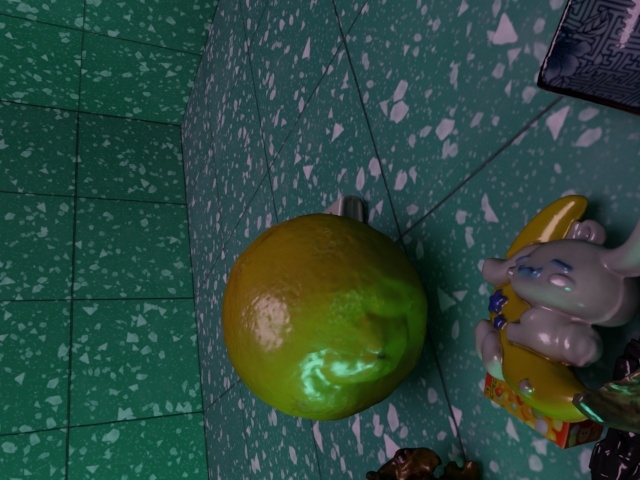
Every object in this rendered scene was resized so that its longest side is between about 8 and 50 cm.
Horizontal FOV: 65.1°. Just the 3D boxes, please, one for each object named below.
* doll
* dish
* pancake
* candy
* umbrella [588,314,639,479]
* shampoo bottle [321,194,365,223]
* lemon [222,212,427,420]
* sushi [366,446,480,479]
[{"bbox_3d":[0.252,0.059,0.534,0.252,0.111,0.237,-148,80,-81],"label":"doll"},{"bbox_3d":[0.332,-0.237,0.459,0.182,0.080,0.243,47,127,54],"label":"dish"},{"bbox_3d":[0.297,0.076,0.414,0.020,0.184,0.191,-68,-34,-77],"label":"pancake"},{"bbox_3d":[0.258,0.190,0.589,0.122,0.062,0.038,27,113,60],"label":"candy"},{"bbox_3d":[0.310,0.172,0.496,0.066,0.059,0.236,-10,-71,-74],"label":"umbrella"},{"bbox_3d":[0.000,0.000,1.099,0.284,0.071,0.153,-11,79,62],"label":"shampoo bottle"},{"bbox_3d":[0.001,0.115,0.814,0.348,0.347,0.348,-9,80,63],"label":"lemon"},{"bbox_3d":[0.137,0.413,0.666,0.213,0.199,0.204,-95,17,-71],"label":"sushi"}]
